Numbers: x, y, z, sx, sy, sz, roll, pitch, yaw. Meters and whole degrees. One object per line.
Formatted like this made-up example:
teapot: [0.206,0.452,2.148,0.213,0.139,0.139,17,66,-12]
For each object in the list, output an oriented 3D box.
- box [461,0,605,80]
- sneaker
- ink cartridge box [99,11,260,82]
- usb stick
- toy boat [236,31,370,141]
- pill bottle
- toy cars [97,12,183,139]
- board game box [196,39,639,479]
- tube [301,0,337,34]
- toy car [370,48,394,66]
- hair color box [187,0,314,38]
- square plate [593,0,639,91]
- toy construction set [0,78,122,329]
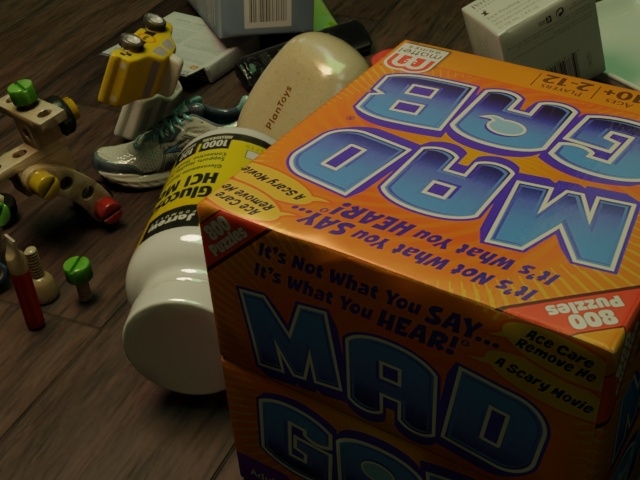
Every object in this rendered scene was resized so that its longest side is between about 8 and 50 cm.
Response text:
box: [0.353,-0.330,1.523,0.181,0.182,0.119,-31,41,-5]
sneaker: [-0.217,-0.166,1.439,0.283,0.122,0.110,-11,37,-9]
ink cartridge box: [-0.266,-0.362,1.770,0.223,0.045,0.224,20,42,28]
usb stick: [-0.028,-0.345,1.718,0.278,0.045,0.077,-25,72,-25]
toy boat: [0.019,-0.129,1.324,0.318,0.267,0.148,45,20,29]
pill bottle: [-0.126,0.019,1.126,0.188,0.187,0.334,1,37,7]
toy cars: [-0.260,-0.241,1.452,0.087,0.393,0.176,26,81,-3]
board game box: [0.149,0.069,0.894,0.356,0.356,0.356,20,42,28]
tube: [-0.014,-0.453,1.864,0.070,0.062,0.240,-39,42,18]
toy car: [0.142,-0.282,1.555,0.225,0.053,0.239,-7,30,37]
hair color box: [-0.155,-0.510,1.851,0.185,0.113,0.374,-7,29,-16]
square plate: [0.594,-0.348,1.669,0.344,0.049,0.347,-25,41,-27]
toy construction set: [-0.402,-0.067,1.228,0.258,0.237,0.309,-14,38,-14]
